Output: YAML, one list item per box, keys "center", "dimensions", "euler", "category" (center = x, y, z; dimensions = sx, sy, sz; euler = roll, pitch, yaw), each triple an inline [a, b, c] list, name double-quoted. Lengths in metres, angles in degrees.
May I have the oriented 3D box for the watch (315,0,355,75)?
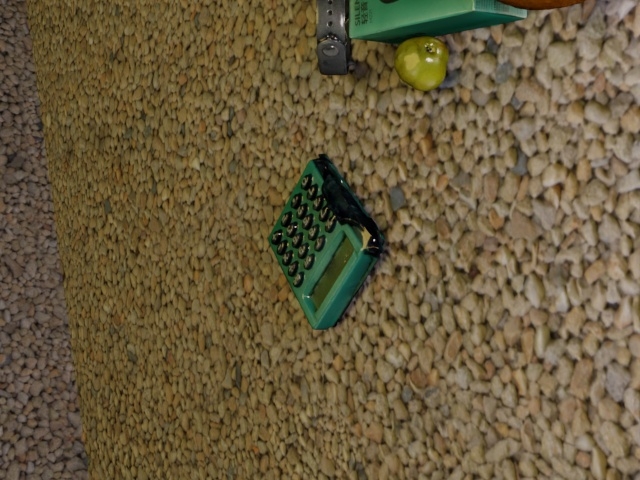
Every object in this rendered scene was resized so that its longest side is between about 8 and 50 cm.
- center: [0.023, -0.379, 1.731]
  dimensions: [0.206, 0.068, 0.193]
  euler: [80, -168, -65]
  category: "watch"

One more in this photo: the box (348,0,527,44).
- center: [0.175, -0.429, 1.553]
  dimensions: [0.311, 0.118, 0.205]
  euler: [5, 93, 54]
  category: "box"

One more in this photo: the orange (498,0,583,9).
- center: [0.283, -0.434, 1.289]
  dimensions: [0.264, 0.264, 0.264]
  euler: [2, 92, 54]
  category: "orange"

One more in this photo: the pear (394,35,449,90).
- center: [0.163, -0.291, 1.599]
  dimensions: [0.097, 0.092, 0.092]
  euler: [-57, 48, 44]
  category: "pear"

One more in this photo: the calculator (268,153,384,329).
- center: [0.000, 0.000, 1.856]
  dimensions: [0.248, 0.058, 0.274]
  euler: [-59, 45, 35]
  category: "calculator"
